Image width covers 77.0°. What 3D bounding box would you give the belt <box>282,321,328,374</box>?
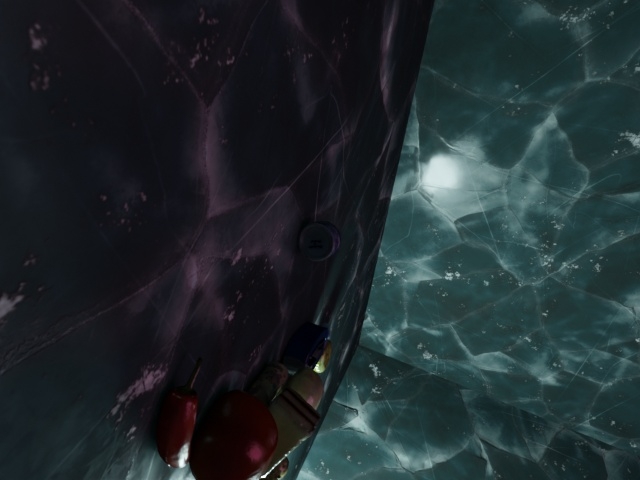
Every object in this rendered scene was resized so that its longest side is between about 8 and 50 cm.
[{"bbox_3d":[-0.067,0.524,1.952,0.347,0.117,0.212,-28,133,-70],"label":"belt"}]

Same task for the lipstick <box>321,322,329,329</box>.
[{"bbox_3d":[0.035,0.549,2.432,0.158,0.048,0.048,84,29,-56],"label":"lipstick"}]

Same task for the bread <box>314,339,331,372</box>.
[{"bbox_3d":[-0.002,0.661,2.331,0.213,0.105,0.213,15,90,-72],"label":"bread"}]

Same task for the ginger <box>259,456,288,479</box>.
[{"bbox_3d":[-0.259,1.111,1.888,0.375,0.176,0.256,-55,175,-49],"label":"ginger"}]

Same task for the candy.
[{"bbox_3d":[-0.170,0.711,1.494,0.320,0.179,0.135,-48,170,17],"label":"candy"}]

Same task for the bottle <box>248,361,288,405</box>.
[{"bbox_3d":[-0.212,0.560,1.543,0.209,0.097,0.110,-43,131,-59],"label":"bottle"}]

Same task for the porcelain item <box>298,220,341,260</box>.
[{"bbox_3d":[0.000,0.000,1.531,0.114,0.147,0.147,-22,128,-68],"label":"porcelain item"}]

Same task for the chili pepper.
[{"bbox_3d":[-0.359,0.471,1.014,0.137,0.092,0.368,-82,-171,-64],"label":"chili pepper"}]

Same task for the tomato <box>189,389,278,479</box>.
[{"bbox_3d":[-0.255,0.627,1.243,0.298,0.226,0.298,19,90,-78],"label":"tomato"}]

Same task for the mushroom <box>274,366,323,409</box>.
[{"bbox_3d":[-0.117,0.644,1.696,0.254,0.234,0.260,-51,161,-40],"label":"mushroom"}]
